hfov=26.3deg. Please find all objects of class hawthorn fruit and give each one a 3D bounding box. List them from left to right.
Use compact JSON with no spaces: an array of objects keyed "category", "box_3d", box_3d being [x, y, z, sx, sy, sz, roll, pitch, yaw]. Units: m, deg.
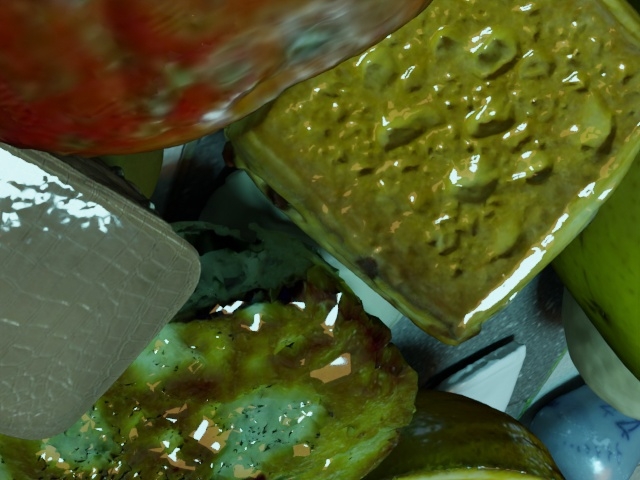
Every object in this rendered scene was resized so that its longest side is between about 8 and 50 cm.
[{"category":"hawthorn fruit","box_3d":[-0.067,-0.155,0.480,0.261,0.258,0.258,-3,140,-21]}]

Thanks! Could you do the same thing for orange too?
[{"category":"orange","box_3d":[0.079,0.262,1.279,0.274,0.274,0.310,-11,-176,-41]}]

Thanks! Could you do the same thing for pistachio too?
[{"category":"pistachio","box_3d":[0.347,0.075,1.328,0.230,0.230,0.309,-33,159,-8]}]

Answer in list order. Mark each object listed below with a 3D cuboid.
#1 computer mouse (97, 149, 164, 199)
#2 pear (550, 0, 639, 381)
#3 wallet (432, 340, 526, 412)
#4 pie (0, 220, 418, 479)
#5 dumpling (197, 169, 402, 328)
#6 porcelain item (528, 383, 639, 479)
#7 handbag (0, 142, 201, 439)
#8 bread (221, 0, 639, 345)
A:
[{"category":"computer mouse","box_3d":[-0.219,0.008,0.712,0.310,0.072,0.158,-34,144,-6]},{"category":"pear","box_3d":[0.330,-0.048,0.979,0.362,0.362,0.418,-22,143,-28]},{"category":"wallet","box_3d":[0.157,0.178,1.474,0.124,0.032,0.183,-26,149,-21]},{"category":"pie","box_3d":[-0.112,0.116,0.904,0.354,0.103,0.288,-10,139,-7]},{"category":"dumpling","box_3d":[0.002,-0.003,0.936,0.166,0.126,0.216,16,142,-26]},{"category":"porcelain item","box_3d":[0.351,0.224,1.670,0.259,0.141,0.141,-39,154,-13]},{"category":"handbag","box_3d":[-0.163,0.013,0.650,0.151,0.072,0.193,-52,140,5]},{"category":"bread","box_3d":[0.082,-0.080,0.831,0.235,0.210,0.099,-48,-170,7]}]
